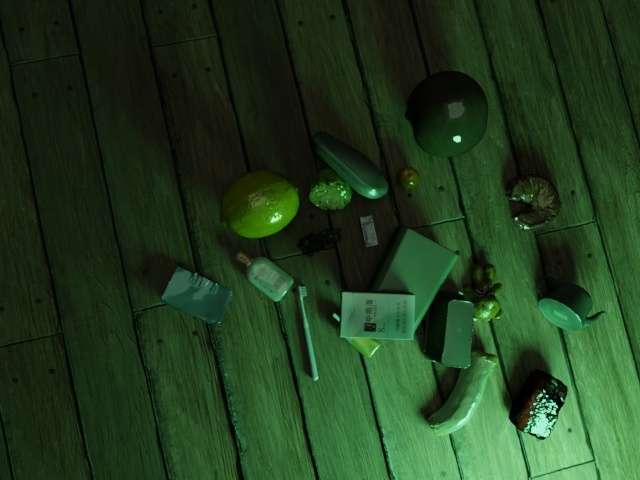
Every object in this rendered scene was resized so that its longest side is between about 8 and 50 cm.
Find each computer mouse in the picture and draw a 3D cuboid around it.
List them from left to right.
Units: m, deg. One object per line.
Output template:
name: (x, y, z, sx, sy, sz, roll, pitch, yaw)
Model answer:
computer mouse: (0.113, -0.277, 1.638, 0.331, 0.197, 0.095, 42, 114, 0)

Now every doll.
doll: (0.598, 0.187, 1.684, 0.137, 0.097, 0.209, -3, 81, 2)

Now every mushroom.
mushroom: (0.512, 0.546, 1.654, 0.123, 0.095, 0.351, 33, 83, 19)

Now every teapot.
teapot: (0.902, 0.215, 1.681, 0.149, 0.162, 0.239, -42, 60, -14)

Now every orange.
orange: (0.324, -0.231, 1.706, 0.084, 0.070, 0.083, -2, 73, 6)

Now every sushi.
sushi: (0.778, 0.583, 1.645, 0.126, 0.136, 0.225, 30, 89, 7)

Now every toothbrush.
toothbrush: (-0.045, 0.330, 1.662, 0.030, 0.025, 0.341, -7, 86, -7)

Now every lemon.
lemon: (-0.205, -0.125, 1.584, 0.236, 0.236, 0.263, 41, 65, 0)

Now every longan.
longan: (0.442, -0.443, 1.624, 0.298, 0.297, 0.296, 0, 86, -4)

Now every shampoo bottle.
shampoo bottle: (-0.208, 0.116, 1.653, 0.221, 0.051, 0.108, 38, 85, 0)

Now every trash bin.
trash bin: (0.298, 0.149, 1.637, 0.223, 0.158, 0.343, 27, 90, 0)

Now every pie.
pie: (0.798, -0.147, 1.740, 0.205, 0.054, 0.218, -27, 88, -5)

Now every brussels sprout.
brussels sprout: (0.037, -0.190, 1.659, 0.149, 0.151, 0.122, 2, 47, 19)

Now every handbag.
handbag: (-0.432, 0.196, 1.632, 0.221, 0.057, 0.144, 27, 80, -1)

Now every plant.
plant: (0.000, 0.000, 1.667, 0.175, 0.087, 0.085, -22, 63, -10)

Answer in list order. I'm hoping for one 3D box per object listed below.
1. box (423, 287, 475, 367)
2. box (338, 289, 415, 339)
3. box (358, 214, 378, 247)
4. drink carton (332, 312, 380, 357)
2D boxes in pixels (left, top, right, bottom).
box: (0.458, 0.306, 1.621, 0.139, 0.178, 0.273, 6, 86, -4)
box: (0.184, 0.244, 1.527, 0.243, 0.067, 0.155, 3, 89, 0)
box: (0.176, -0.034, 1.697, 0.051, 0.036, 0.117, -13, 87, -4)
drink carton: (0.114, 0.326, 1.648, 0.200, 0.074, 0.084, 43, 84, 1)
